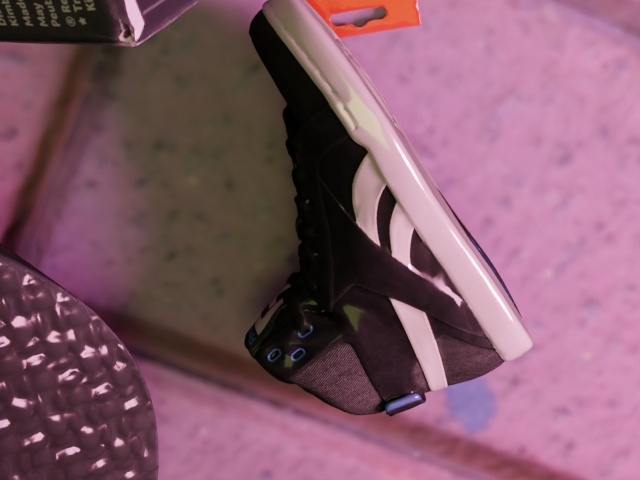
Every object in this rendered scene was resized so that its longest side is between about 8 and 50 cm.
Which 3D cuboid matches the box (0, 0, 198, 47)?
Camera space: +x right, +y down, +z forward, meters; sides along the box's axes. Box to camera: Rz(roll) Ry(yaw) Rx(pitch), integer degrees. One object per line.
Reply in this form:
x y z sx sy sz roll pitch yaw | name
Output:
-0.138 -0.166 0.528 0.270 0.165 0.143 8 126 35 | box

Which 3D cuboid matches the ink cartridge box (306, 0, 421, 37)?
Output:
0.011 -0.147 0.686 0.063 0.029 0.115 -9 109 1 | ink cartridge box

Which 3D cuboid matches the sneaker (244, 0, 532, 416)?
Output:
0.000 0.000 0.708 0.121 0.079 0.217 -32 111 8 | sneaker

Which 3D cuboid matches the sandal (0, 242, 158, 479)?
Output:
-0.229 0.033 0.667 0.167 0.107 0.446 -49 131 -8 | sandal
